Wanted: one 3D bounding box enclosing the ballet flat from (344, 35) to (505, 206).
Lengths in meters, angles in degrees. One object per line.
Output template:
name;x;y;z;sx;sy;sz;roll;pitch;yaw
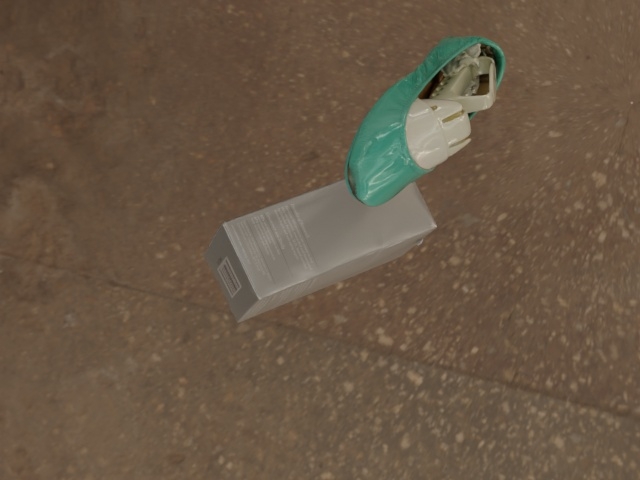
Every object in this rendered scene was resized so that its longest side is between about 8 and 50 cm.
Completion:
ballet flat;0.109;-0.123;0.825;0.087;0.247;0.083;-2;127;38

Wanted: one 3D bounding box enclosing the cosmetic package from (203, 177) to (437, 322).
cosmetic package;0.000;0.000;1.031;0.107;0.238;0.127;62;156;9
